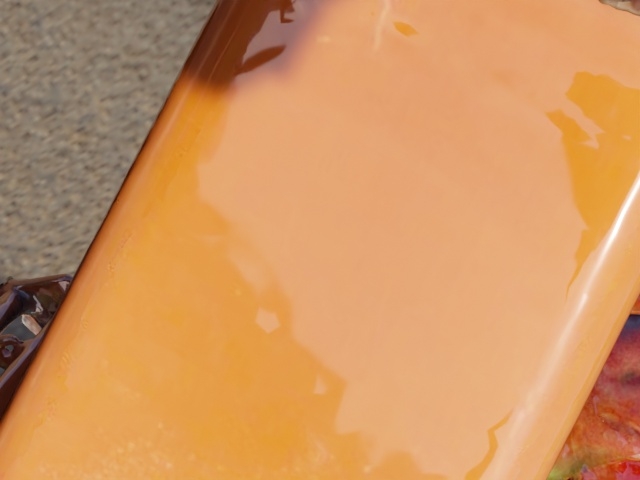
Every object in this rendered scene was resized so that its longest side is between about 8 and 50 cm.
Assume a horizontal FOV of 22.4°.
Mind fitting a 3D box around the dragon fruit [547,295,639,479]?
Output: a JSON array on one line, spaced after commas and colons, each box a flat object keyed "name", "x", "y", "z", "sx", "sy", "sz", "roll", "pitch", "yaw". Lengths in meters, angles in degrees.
[{"name": "dragon fruit", "x": 0.181, "y": 0.106, "z": 0.894, "sx": 0.244, "sy": 0.299, "sz": 0.244, "roll": 56, "pitch": 20, "yaw": -33}]

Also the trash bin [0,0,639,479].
[{"name": "trash bin", "x": 0.000, "y": 0.000, "z": 0.437, "sx": 0.184, "sy": 0.238, "sz": 0.161, "roll": 26, "pitch": 28, "yaw": 3}]
